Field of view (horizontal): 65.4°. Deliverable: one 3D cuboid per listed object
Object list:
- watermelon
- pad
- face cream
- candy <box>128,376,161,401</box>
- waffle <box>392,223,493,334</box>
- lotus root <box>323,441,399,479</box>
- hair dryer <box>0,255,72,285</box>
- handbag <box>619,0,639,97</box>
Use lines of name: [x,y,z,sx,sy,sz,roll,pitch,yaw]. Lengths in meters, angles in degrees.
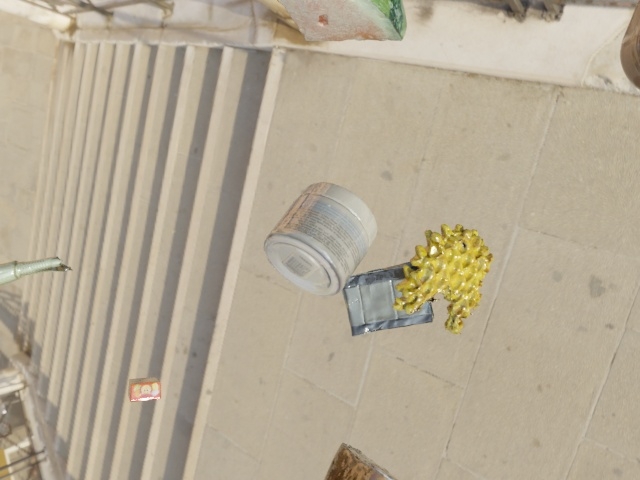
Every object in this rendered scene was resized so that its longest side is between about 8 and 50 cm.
watermelon: [0.036,-0.433,0.850,0.256,0.260,0.176,36,148,-16]
pad: [0.181,0.160,1.360,0.233,0.022,0.174,-13,92,6]
face cream: [0.000,0.000,0.968,0.177,0.153,0.177,25,147,18]
candy: [-0.384,0.323,1.087,0.122,0.062,0.038,156,113,-65]
waffle: [0.314,0.089,1.196,0.069,0.293,0.259,29,96,50]
lotus root: [0.055,0.238,0.423,0.112,0.122,0.081,16,66,34]
hair dryer: [-0.505,0.098,0.653,0.267,0.092,0.229,11,61,2]
handbag: [0.518,-0.211,0.590,0.302,0.149,0.283,28,93,-4]
